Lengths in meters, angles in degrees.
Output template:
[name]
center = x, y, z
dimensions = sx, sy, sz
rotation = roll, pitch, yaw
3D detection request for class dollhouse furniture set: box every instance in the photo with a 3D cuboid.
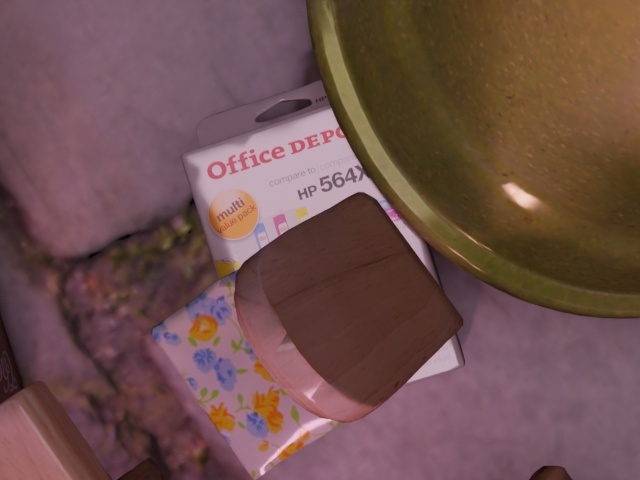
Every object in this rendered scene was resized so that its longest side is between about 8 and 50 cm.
[dollhouse furniture set]
center = -0.049, 0.252, 0.602
dimensions = 0.362, 0.256, 0.394
rotation = -36, 88, 23

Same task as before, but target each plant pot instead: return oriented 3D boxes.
[plant pot]
center = 0.158, -0.121, 0.606
dimensions = 0.276, 0.254, 0.276
rotation = 2, 81, -15

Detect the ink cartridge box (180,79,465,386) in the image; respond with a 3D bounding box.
[ink cartridge box]
center = 0.000, 0.000, 0.738
dimensions = 0.092, 0.090, 0.143
rotation = -19, 88, 4

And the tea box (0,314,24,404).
[tea box]
center = -0.326, 0.028, 0.643
dimensions = 0.324, 0.329, 0.220
rotation = -17, 87, 3
